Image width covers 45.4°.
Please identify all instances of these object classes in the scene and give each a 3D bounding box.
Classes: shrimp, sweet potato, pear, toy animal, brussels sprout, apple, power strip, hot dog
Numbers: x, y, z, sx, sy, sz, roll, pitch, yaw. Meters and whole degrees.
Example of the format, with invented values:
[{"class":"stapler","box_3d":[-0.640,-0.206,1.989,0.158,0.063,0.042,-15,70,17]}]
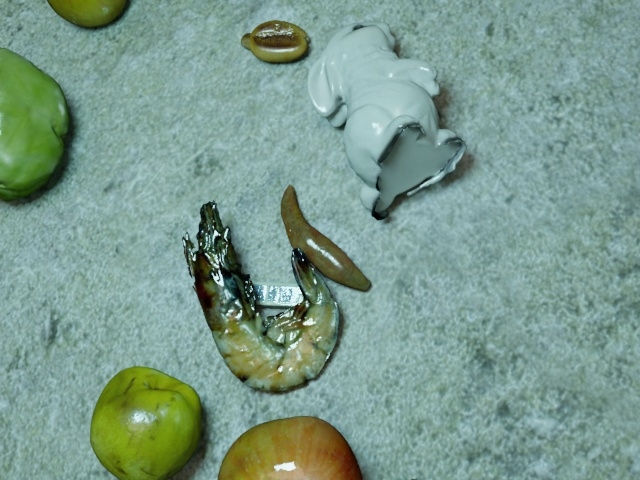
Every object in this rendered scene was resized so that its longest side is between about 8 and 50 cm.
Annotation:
[{"class":"shrimp","box_3d":[-0.100,0.089,1.358,0.233,0.071,0.365,-20,88,1]},{"class":"sweet potato","box_3d":[-0.010,0.004,1.406,0.078,0.058,0.255,-34,69,-18]},{"class":"pear","box_3d":[-0.298,0.320,1.302,0.200,0.200,0.200,-3,74,9]},{"class":"toy animal","box_3d":[0.098,-0.249,1.408,0.258,0.194,0.357,-43,54,21]},{"class":"brussels sprout","box_3d":[-0.633,-0.236,1.493,0.316,0.242,0.274,31,106,21]},{"class":"apple","box_3d":[-0.046,0.401,1.214,0.242,0.241,0.242,0,89,1]},{"class":"power strip","box_3d":[-0.112,0.099,1.408,0.191,0.030,0.047,2,75,9]},{"class":"hot dog","box_3d":[-0.093,-0.395,1.532,0.140,0.060,0.090,-1,70,3]},{"class":"apple","box_3d":[-0.489,-0.533,1.583,0.182,0.155,0.182,-3,76,11]}]

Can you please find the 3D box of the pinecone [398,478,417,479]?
[{"class":"pinecone","box_3d":[0.157,0.508,1.147,0.264,0.264,0.264,-3,74,9]}]
